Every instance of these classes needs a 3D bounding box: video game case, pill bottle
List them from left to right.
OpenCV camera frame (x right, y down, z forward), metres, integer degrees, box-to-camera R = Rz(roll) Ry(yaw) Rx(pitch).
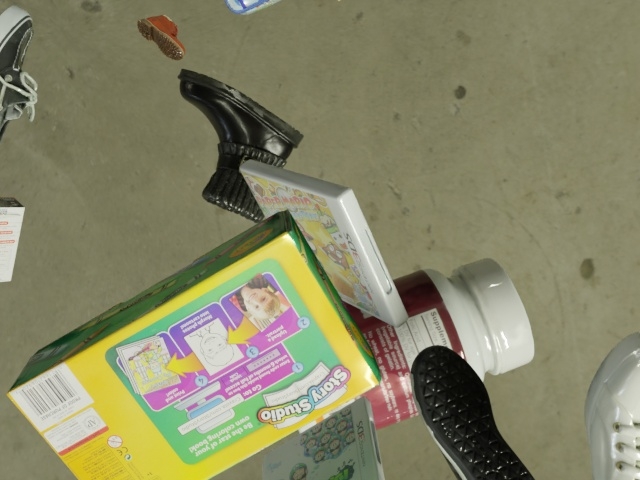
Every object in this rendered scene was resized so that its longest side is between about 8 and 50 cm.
[{"bbox_3d":[-0.002,0.265,0.756,0.157,0.143,0.019,-34,114,13],"label":"video game case"},{"bbox_3d":[0.000,0.000,0.859,0.026,0.227,0.206,-39,124,-20],"label":"video game case"},{"bbox_3d":[0.130,0.178,1.097,0.392,0.224,0.224,-19,113,-3],"label":"pill bottle"}]

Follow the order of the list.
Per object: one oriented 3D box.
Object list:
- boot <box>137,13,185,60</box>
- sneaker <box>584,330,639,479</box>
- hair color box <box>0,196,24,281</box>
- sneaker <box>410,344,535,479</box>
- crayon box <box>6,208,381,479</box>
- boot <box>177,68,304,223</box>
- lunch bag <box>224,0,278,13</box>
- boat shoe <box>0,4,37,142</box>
[{"bbox_3d":[-0.383,-0.522,1.681,0.085,0.158,0.059,-35,161,-36],"label":"boot"},{"bbox_3d":[0.283,0.221,0.559,0.106,0.123,0.290,1,112,8],"label":"sneaker"},{"bbox_3d":[-0.651,0.000,1.301,0.093,0.053,0.167,-4,120,-51],"label":"hair color box"},{"bbox_3d":[0.167,0.238,0.779,0.084,0.097,0.234,-25,82,-17],"label":"sneaker"},{"bbox_3d":[-0.107,0.115,0.597,0.278,0.081,0.165,-30,107,3],"label":"crayon box"},{"bbox_3d":[-0.230,-0.219,1.569,0.348,0.131,0.260,31,89,-20],"label":"boot"},{"bbox_3d":[-0.158,-0.610,1.425,0.176,0.090,0.219,-19,102,12],"label":"lunch bag"},{"bbox_3d":[-0.519,-0.236,1.076,0.105,0.113,0.306,22,67,-16],"label":"boat shoe"}]
